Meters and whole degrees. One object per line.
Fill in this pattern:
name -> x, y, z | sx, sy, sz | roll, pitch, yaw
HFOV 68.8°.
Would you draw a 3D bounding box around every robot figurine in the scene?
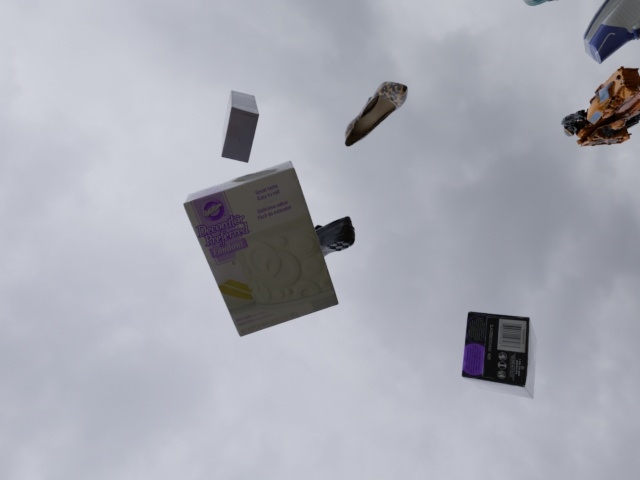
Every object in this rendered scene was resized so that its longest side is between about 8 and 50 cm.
robot figurine -> 0.718, -0.311, 1.122 | 0.211, 0.291, 0.085 | -4, -107, 4

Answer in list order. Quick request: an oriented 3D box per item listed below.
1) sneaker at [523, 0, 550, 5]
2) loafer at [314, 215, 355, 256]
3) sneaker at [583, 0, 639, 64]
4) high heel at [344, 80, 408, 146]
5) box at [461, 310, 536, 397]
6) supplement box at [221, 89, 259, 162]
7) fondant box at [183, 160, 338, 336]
sneaker -> 0.650, -0.646, 1.129 | 0.121, 0.302, 0.108 | 34, -136, -44
loafer -> 0.000, 0.000, 1.209 | 0.076, 0.223, 0.078 | 24, -123, -40
sneaker -> 0.698, -0.475, 0.918 | 0.182, 0.315, 0.127 | 51, -152, 21
high heel -> 0.164, -0.371, 1.410 | 0.093, 0.261, 0.186 | 33, -98, -17
box -> 0.461, 0.294, 1.184 | 0.270, 0.143, 0.165 | 39, -122, -55
supplement box -> -0.215, -0.306, 1.230 | 0.073, 0.239, 0.130 | 11, -66, -16
fondant box -> -0.122, 0.021, 1.025 | 0.238, 0.096, 0.330 | -19, -71, -1
